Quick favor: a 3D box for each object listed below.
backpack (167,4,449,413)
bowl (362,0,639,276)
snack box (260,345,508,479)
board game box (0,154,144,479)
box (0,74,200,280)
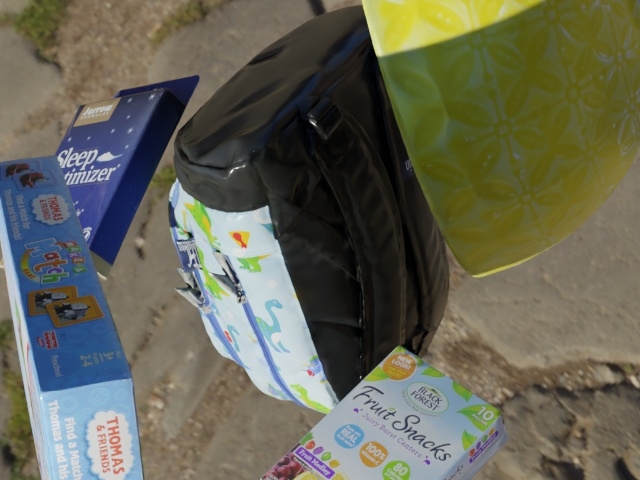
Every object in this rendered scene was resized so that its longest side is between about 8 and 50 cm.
[{"bbox_3d":[0.000,0.000,1.139,0.273,0.355,0.290,-4,35,40],"label":"backpack"},{"bbox_3d":[0.127,-0.136,0.689,0.156,0.289,0.289,-14,57,15],"label":"bowl"},{"bbox_3d":[0.043,0.149,0.810,0.141,0.037,0.100,-41,49,-20],"label":"snack box"},{"bbox_3d":[-0.114,0.074,0.545,0.039,0.160,0.211,-11,30,-16],"label":"board game box"},{"bbox_3d":[-0.205,-0.066,1.113,0.136,0.036,0.225,-4,55,43],"label":"box"}]
